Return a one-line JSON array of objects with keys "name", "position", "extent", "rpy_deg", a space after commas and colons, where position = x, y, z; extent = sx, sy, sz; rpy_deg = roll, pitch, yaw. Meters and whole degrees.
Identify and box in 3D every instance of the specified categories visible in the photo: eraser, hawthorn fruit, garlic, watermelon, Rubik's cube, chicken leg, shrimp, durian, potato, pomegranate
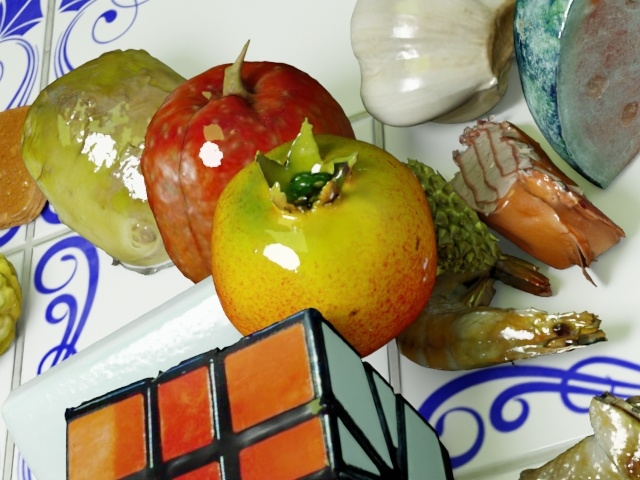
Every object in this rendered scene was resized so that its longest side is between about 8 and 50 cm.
[{"name": "eraser", "position": [-0.163, 0.174, 1.712], "extent": [0.290, 0.189, 0.104], "rpy_deg": [-29, 17, 13]}, {"name": "hawthorn fruit", "position": [-0.071, -0.064, 1.764], "extent": [0.258, 0.262, 0.258], "rpy_deg": [-37, 30, 26]}, {"name": "garlic", "position": [0.129, -0.245, 1.818], "extent": [0.203, 0.184, 0.281], "rpy_deg": [-3, 56, 59]}, {"name": "watermelon", "position": [0.290, -0.222, 1.665], "extent": [0.226, 0.318, 0.148], "rpy_deg": [-10, 33, -26]}, {"name": "Rubik's cube", "position": [-0.043, 0.280, 1.482], "extent": [0.283, 0.288, 0.294], "rpy_deg": [-21, 48, 19]}, {"name": "chicken leg", "position": [0.260, 0.197, 1.482], "extent": [0.196, 0.080, 0.125], "rpy_deg": [-5, 69, 32]}, {"name": "shrimp", "position": [0.177, 0.074, 1.637], "extent": [0.248, 0.068, 0.150], "rpy_deg": [11, 60, 44]}, {"name": "durian", "position": [0.088, -0.009, 1.673], "extent": [0.108, 0.119, 0.186], "rpy_deg": [-38, 28, -14]}, {"name": "potato", "position": [-0.222, -0.109, 1.951], "extent": [0.299, 0.196, 0.246], "rpy_deg": [12, 68, 37]}, {"name": "pomegranate", "position": [0.000, 0.000, 1.539], "extent": [0.220, 0.257, 0.221], "rpy_deg": [-7, 54, 10]}]

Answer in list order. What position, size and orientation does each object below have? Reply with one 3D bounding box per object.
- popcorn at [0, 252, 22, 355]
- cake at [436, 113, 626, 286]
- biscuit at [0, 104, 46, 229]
[{"name": "popcorn", "position": [-0.450, 0.072, 1.986], "extent": [0.197, 0.197, 0.156], "rpy_deg": [-13, 50, 27]}, {"name": "cake", "position": [0.196, -0.060, 1.693], "extent": [0.098, 0.135, 0.287], "rpy_deg": [-56, 35, 8]}, {"name": "biscuit", "position": [-0.422, -0.091, 2.179], "extent": [0.186, 0.036, 0.192], "rpy_deg": [-14, 53, 29]}]
